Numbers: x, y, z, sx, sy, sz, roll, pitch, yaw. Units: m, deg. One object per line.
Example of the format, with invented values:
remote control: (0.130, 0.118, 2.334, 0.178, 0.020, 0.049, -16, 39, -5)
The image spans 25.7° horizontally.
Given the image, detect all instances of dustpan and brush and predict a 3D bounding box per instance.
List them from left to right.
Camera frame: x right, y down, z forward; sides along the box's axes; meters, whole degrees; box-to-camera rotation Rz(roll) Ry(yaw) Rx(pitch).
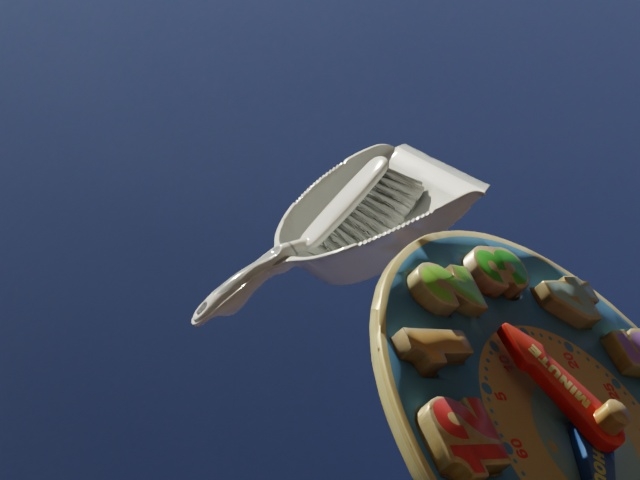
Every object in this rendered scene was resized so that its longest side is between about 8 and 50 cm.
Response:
dustpan and brush: (0.000, 0.000, 0.994, 0.211, 0.147, 0.060, -45, -61, -5)

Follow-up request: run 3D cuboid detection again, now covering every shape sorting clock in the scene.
shape sorting clock: (0.103, 0.078, 0.545, 0.206, 0.040, 0.206, 25, -141, -22)
